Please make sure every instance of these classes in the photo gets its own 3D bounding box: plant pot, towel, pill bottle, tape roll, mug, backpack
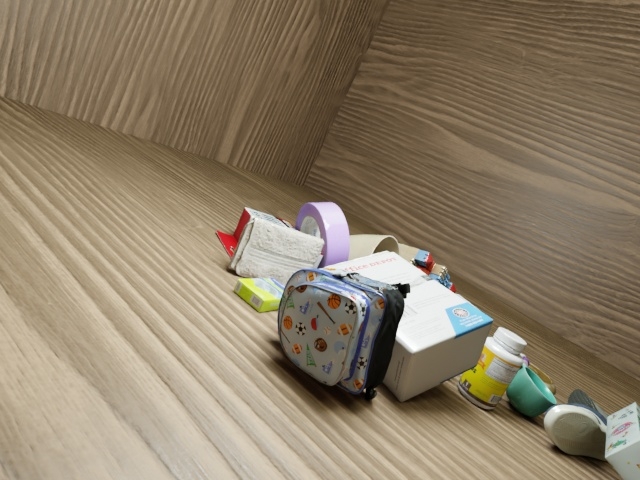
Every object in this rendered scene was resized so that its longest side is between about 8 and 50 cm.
[{"bbox_3d":[0.128,0.080,1.683,0.274,0.257,0.256,15,3,36],"label":"plant pot"},{"bbox_3d":[-0.129,0.045,1.343,0.282,0.187,0.049,18,10,-33],"label":"towel"},{"bbox_3d":[0.490,0.359,1.234,0.117,0.215,0.117,25,11,-5],"label":"pill bottle"},{"bbox_3d":[0.000,0.000,1.568,0.090,0.275,0.275,-4,25,-26],"label":"tape roll"},{"bbox_3d":[0.814,0.514,1.711,0.236,0.032,0.236,25,13,-6],"label":"plant pot"},{"bbox_3d":[0.631,0.463,1.329,0.129,0.097,0.157,49,19,14],"label":"mug"},{"bbox_3d":[0.025,0.184,0.967,0.263,0.277,0.213,19,3,40],"label":"backpack"}]

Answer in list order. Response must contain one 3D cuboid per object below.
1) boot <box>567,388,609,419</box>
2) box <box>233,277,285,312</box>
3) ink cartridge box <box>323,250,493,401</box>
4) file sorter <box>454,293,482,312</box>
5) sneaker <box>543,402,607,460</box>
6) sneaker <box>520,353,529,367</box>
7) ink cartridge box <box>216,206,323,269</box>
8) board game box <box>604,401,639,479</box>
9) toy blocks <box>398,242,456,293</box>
[{"bbox_3d":[0.965,0.627,1.471,0.161,0.083,0.246,30,16,-14],"label":"boot"},{"bbox_3d":[-0.144,0.149,1.218,0.109,0.042,0.178,33,14,28],"label":"box"},{"bbox_3d":[0.210,0.207,1.200,0.285,0.166,0.395,-11,32,-31],"label":"ink cartridge box"},{"bbox_3d":[0.420,0.269,1.583,0.277,0.173,0.193,20,14,-30],"label":"file sorter"},{"bbox_3d":[0.725,0.525,1.256,0.350,0.131,0.148,31,10,-27],"label":"sneaker"},{"bbox_3d":[0.691,0.470,1.514,0.104,0.095,0.236,39,23,31],"label":"sneaker"},{"bbox_3d":[-0.187,0.009,1.516,0.271,0.130,0.309,17,15,-34],"label":"ink cartridge box"},{"bbox_3d":[0.807,0.549,1.044,0.303,0.097,0.224,3,47,-56],"label":"board game box"},{"bbox_3d":[0.444,0.148,1.925,0.260,0.191,0.381,18,-22,39],"label":"toy blocks"}]
